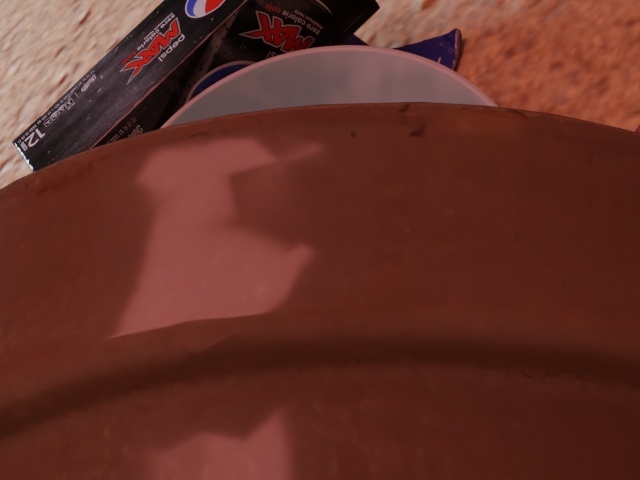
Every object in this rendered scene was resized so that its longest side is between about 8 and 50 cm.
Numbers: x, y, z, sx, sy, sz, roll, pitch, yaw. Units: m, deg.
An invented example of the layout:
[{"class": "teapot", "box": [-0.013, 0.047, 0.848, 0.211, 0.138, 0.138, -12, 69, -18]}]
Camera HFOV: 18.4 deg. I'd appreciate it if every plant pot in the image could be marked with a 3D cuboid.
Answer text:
[{"class": "plant pot", "box": [0.014, 0.130, 0.457, 0.263, 0.263, 0.229, -21, 52, 31]}]

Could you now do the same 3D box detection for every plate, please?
[{"class": "plate", "box": [0.000, 0.000, 0.832, 0.188, 0.024, 0.188, -7, 58, 11]}]

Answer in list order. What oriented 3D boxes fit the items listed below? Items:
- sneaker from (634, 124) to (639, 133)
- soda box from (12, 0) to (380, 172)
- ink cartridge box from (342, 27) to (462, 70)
[{"class": "sneaker", "box": [0.186, 0.001, 0.658, 0.221, 0.128, 0.087, -139, 51, -77]}, {"class": "soda box", "box": [-0.057, -0.075, 0.905, 0.169, 0.053, 0.060, -44, 36, 1]}, {"class": "ink cartridge box", "box": [-0.058, -0.005, 0.922, 0.224, 0.045, 0.223, -12, 47, 38]}]
